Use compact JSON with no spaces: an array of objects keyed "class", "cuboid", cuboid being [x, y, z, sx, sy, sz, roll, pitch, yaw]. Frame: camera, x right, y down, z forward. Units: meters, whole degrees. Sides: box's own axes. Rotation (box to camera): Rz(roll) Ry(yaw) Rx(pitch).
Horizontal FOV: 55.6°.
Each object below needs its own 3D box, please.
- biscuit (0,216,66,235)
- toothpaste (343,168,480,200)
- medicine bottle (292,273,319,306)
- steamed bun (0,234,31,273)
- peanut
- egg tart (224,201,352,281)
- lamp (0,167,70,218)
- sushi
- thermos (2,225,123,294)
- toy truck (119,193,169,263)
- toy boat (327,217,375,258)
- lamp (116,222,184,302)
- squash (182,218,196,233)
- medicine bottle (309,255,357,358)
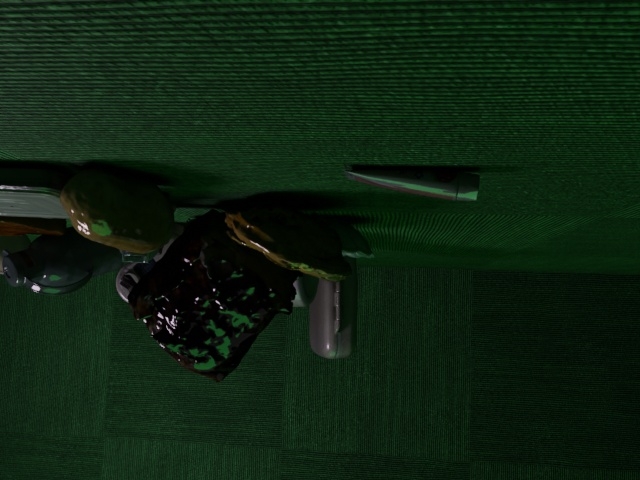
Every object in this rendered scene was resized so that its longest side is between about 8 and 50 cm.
[{"class":"biscuit","cuboid":[-0.777,-0.057,1.364,0.381,0.074,0.359,3,176,-31]},{"class":"toothpaste","cuboid":[0.133,-0.087,0.894,0.195,0.042,0.067,7,177,10]},{"class":"medicine bottle","cuboid":[-0.212,0.080,1.775,0.388,0.219,0.219,1,174,14]},{"class":"steamed bun","cuboid":[-0.945,0.012,1.748,0.232,0.145,0.232,13,176,1]},{"class":"peanut","cuboid":[-0.328,-0.050,1.011,0.129,0.129,0.224,-1,172,28]},{"class":"egg tart","cuboid":[-0.058,-0.015,1.224,0.291,0.107,0.291,25,-174,-3]},{"class":"lamp","cuboid":[-0.543,-0.082,1.068,0.267,0.047,0.269,3,172,0]},{"class":"sushi","cuboid":[-0.231,0.111,1.336,0.299,0.281,0.294,35,113,-28]},{"class":"thermos","cuboid":[-0.641,0.053,1.538,0.182,0.145,0.286,41,-144,21]},{"class":"toy truck","cuboid":[-0.365,-0.019,1.235,0.108,0.140,0.257,3,174,-13]},{"class":"toy boat","cuboid":[0.000,0.000,1.498,0.290,0.100,0.199,-4,171,39]},{"class":"lamp","cuboid":[-0.443,0.079,1.671,0.246,0.179,0.108,-37,-179,-5]},{"class":"squash","cuboid":[-0.214,0.039,1.541,0.261,0.189,0.189,8,174,-3]},{"class":"medicine bottle","cuboid":[0.038,0.186,1.959,0.123,0.375,0.282,0,176,-15]}]
